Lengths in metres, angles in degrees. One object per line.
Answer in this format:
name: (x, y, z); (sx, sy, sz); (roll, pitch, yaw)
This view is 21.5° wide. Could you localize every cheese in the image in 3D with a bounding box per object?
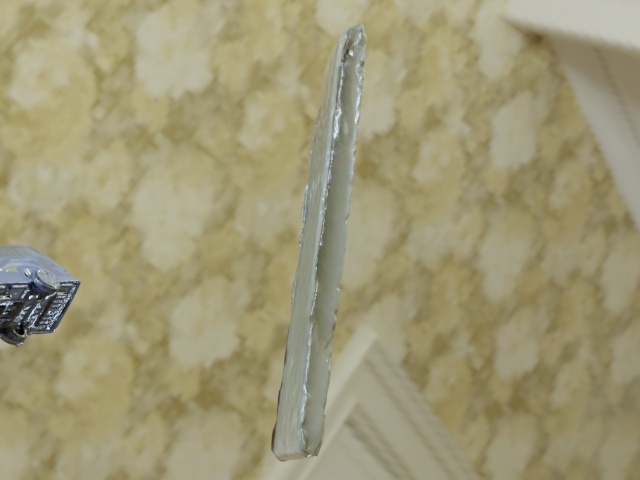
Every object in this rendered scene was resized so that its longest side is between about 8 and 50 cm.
cheese: (0.003, 0.000, 1.521); (0.034, 0.400, 0.085); (11, -16, -16)

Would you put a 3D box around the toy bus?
toy bus: (-0.334, 0.047, 1.615); (0.094, 0.079, 0.236); (44, 19, 21)
